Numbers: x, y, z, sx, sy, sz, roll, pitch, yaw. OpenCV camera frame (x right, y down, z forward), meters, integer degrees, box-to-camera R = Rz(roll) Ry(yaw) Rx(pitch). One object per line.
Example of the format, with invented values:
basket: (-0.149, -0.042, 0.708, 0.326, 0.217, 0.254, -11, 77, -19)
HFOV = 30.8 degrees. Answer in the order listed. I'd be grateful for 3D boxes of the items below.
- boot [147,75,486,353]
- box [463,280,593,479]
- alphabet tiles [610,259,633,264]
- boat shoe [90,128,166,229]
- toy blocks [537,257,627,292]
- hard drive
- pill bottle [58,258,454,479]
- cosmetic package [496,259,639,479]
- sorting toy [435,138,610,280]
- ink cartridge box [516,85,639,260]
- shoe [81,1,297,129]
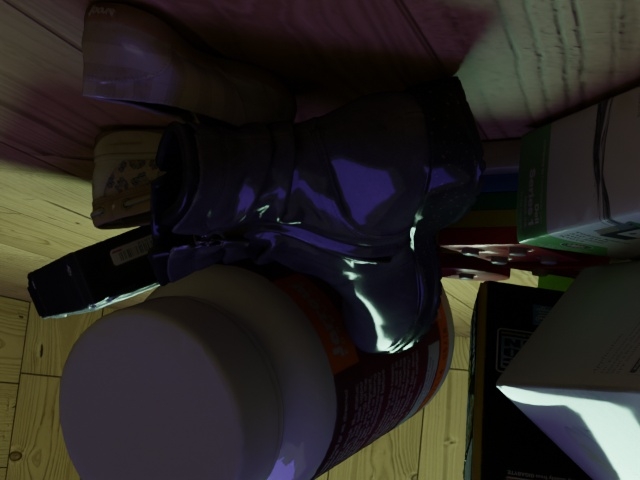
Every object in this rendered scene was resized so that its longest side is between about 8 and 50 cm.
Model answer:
boot: (-0.021, -0.003, 0.871, 0.222, 0.118, 0.338, -10, 149, -10)
box: (0.295, 0.173, 1.067, 0.322, 0.257, 0.079, 9, 134, 2)
alphabet tiles: (0.385, 0.082, 1.103, 0.237, 0.198, 0.009, -11, 140, -16)
boat shoe: (-0.073, -0.046, 1.026, 0.285, 0.089, 0.104, 3, 171, 25)
toy blocks: (0.450, 0.078, 1.340, 0.381, 0.191, 0.261, 5, -177, 14)
hard drive: (-0.179, 0.012, 1.251, 0.237, 0.064, 0.339, -22, -176, -23)
pill bottle: (-0.046, 0.119, 1.098, 0.224, 0.224, 0.392, 1, -171, 29)
cosmetic package: (0.286, 0.131, 0.842, 0.224, 0.138, 0.224, 44, 165, -8)
sorting toy: (0.163, -0.015, 1.081, 0.257, 0.089, 0.255, -1, 169, 40)
ink cartridge box: (0.257, -0.042, 0.810, 0.160, 0.092, 0.219, 8, 172, -16)
shoe: (-0.088, -0.098, 0.792, 0.076, 0.058, 0.219, 1, 171, 30)
